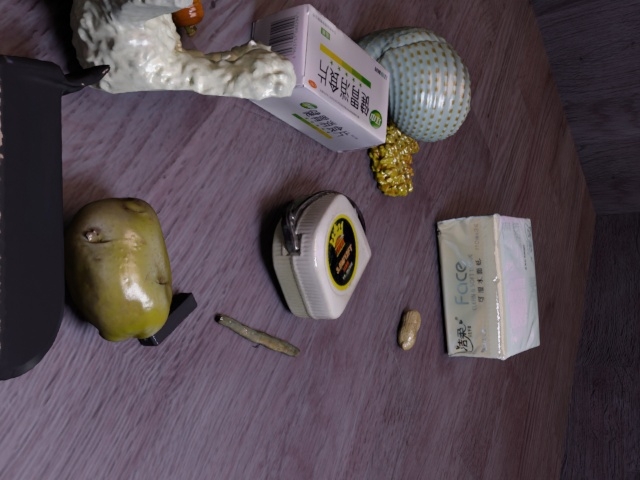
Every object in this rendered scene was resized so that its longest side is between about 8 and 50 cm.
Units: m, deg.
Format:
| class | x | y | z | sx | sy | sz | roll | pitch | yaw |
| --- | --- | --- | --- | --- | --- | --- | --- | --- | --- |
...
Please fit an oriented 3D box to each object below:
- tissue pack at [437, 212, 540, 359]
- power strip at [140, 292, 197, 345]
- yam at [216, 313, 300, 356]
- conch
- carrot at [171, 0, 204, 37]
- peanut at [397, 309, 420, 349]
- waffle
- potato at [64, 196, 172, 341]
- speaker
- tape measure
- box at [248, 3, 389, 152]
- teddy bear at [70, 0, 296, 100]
| class | x | y | z | sx | sy | sz | roll | pitch | yaw |
| --- | --- | --- | --- | --- | --- | --- | --- | --- | --- |
| tissue pack | 0.506 | 0.131 | 1.994 | 0.332 | 0.205 | 0.405 | 0 | 85 | -56 |
| power strip | -0.240 | 0.124 | 1.053 | 0.111 | 0.038 | 0.029 | -48 | 125 | -46 |
| yam | -0.113 | 0.182 | 1.244 | 0.234 | 0.029 | 0.027 | 34 | 32 | -47 |
| conch | 0.232 | -0.403 | 1.617 | 0.319 | 0.215 | 0.303 | 34 | 35 | -32 |
| carrot | -0.260 | -0.458 | 1.091 | 0.061 | 0.061 | 0.256 | -50 | 122 | -46 |
| peanut | 0.227 | 0.229 | 1.712 | 0.054 | 0.054 | 0.113 | 50 | 49 | -39 |
| waffle | 0.193 | -0.209 | 1.703 | 0.197 | 0.070 | 0.193 | 1 | 84 | -55 |
| potato | -0.275 | 0.039 | 0.925 | 0.154 | 0.137 | 0.200 | -7 | 90 | -56 |
| speaker | -0.362 | -0.037 | 0.782 | 0.184 | 0.180 | 0.388 | 10 | 77 | -60 |
| tape measure | 0.000 | 0.000 | 1.348 | 0.271 | 0.133 | 0.231 | -55 | 136 | -46 |
| box | 0.007 | -0.319 | 1.384 | 0.333 | 0.145 | 0.173 | 22 | 70 | -53 |
| teddy bear | -0.224 | -0.385 | 0.917 | 0.327 | 0.375 | 0.362 | -119 | -152 | -66 |
